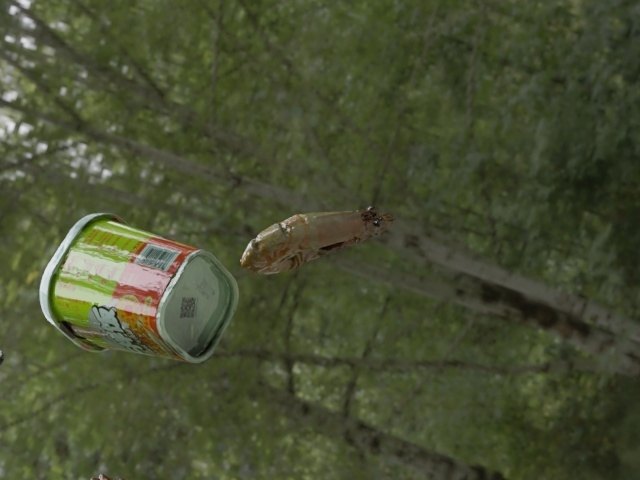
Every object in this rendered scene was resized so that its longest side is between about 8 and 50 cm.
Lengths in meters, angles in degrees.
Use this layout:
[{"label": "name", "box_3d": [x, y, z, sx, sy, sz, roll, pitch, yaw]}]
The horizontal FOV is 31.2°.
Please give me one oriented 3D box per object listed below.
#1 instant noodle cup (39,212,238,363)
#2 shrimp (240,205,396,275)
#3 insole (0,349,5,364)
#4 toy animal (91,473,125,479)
[{"label": "instant noodle cup", "box_3d": [-0.351, 0.107, 2.296, 0.294, 0.307, 0.294, -18, -67, -50]}, {"label": "shrimp", "box_3d": [0.000, -0.001, 1.957, 0.154, 0.294, 0.062, 111, 142, -57]}, {"label": "insole", "box_3d": [-0.664, 0.233, 2.078, 0.012, 0.309, 0.110, 49, -123, -29]}, {"label": "toy animal", "box_3d": [-0.340, 0.501, 1.743, 0.224, 0.230, 0.066, -40, -23, -2]}]
